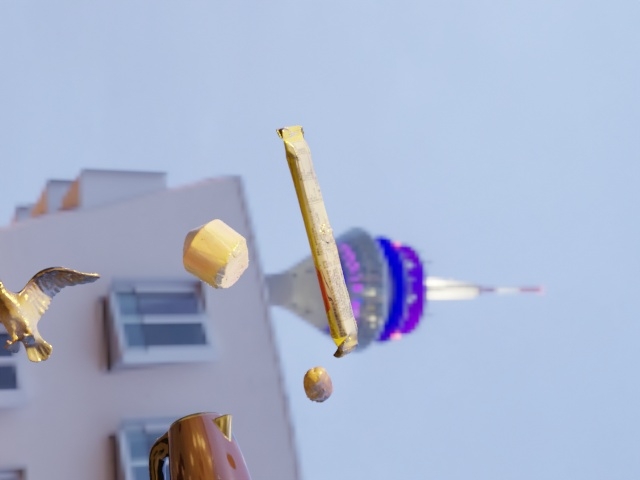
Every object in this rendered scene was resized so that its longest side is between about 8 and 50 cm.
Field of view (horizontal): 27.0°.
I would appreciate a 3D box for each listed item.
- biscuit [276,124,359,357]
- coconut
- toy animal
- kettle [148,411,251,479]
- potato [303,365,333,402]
[{"bbox_3d":[0.000,0.000,1.646,0.026,0.048,0.292,-13,-88,32],"label":"biscuit"},{"bbox_3d":[-0.204,0.023,2.512,0.122,0.116,0.116,36,-52,18],"label":"coconut"},{"bbox_3d":[-0.525,0.113,2.323,0.197,0.272,0.160,54,15,-62],"label":"toy animal"},{"bbox_3d":[-0.205,0.422,2.307,0.202,0.144,0.232,-34,-122,32],"label":"kettle"},{"bbox_3d":[-0.004,0.249,2.290,0.040,0.051,0.083,33,-24,34],"label":"potato"}]
